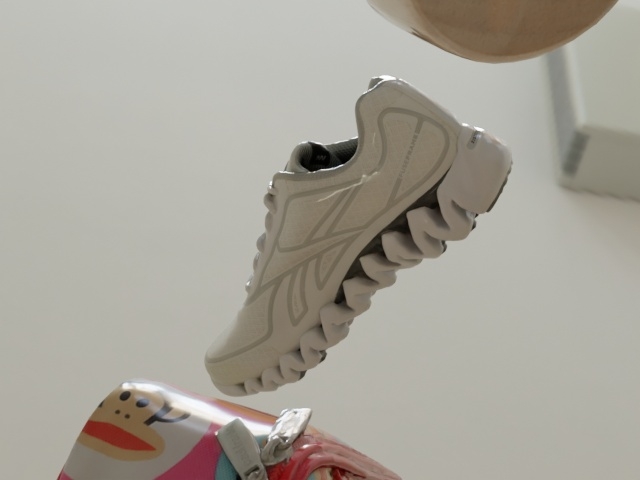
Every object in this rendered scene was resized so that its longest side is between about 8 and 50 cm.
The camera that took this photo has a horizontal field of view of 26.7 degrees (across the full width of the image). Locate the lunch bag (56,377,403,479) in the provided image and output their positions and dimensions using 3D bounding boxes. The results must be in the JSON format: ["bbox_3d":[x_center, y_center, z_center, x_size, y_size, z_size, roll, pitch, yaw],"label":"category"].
[{"bbox_3d":[-0.070,0.203,0.525,0.120,0.258,0.293,16,-101,19],"label":"lunch bag"}]

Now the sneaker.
[{"bbox_3d":[0.000,0.000,0.946,0.118,0.292,0.110,38,-149,-11],"label":"sneaker"}]

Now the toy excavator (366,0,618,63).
[{"bbox_3d":[0.052,-0.358,0.559,0.433,0.445,0.222,34,-173,-25],"label":"toy excavator"}]
